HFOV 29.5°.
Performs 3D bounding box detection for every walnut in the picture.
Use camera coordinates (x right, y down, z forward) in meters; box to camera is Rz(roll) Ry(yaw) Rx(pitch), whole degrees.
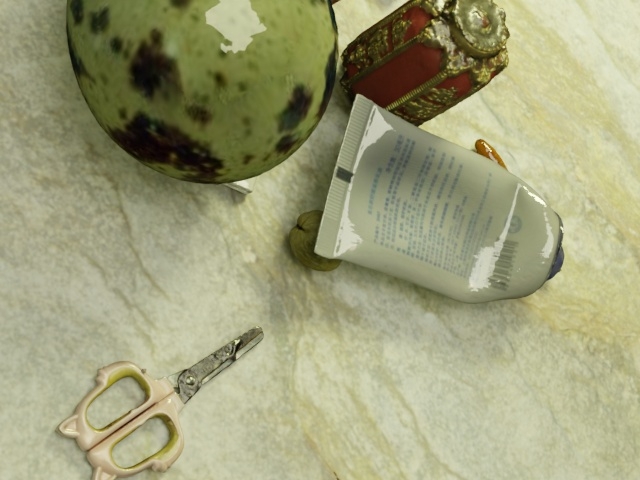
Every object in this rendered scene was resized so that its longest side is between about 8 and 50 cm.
[{"bbox_3d":[0.000,0.000,1.730,0.092,0.092,0.092,7,74,-26],"label":"walnut"}]

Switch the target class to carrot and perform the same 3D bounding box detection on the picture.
[{"bbox_3d":[0.314,-0.055,1.931,0.043,0.043,0.248,-31,91,-30],"label":"carrot"}]

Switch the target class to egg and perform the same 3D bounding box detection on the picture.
[{"bbox_3d":[-0.156,-0.281,1.572,0.345,0.345,0.428,-9,69,-29],"label":"egg"}]

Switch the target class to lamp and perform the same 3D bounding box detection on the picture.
[{"bbox_3d":[0.149,-0.263,1.763,0.177,0.274,0.177,14,65,-32],"label":"lamp"}]

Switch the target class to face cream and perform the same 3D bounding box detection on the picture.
[{"bbox_3d":[0.192,-0.031,1.781,0.420,0.137,0.235,21,81,-30],"label":"face cream"}]

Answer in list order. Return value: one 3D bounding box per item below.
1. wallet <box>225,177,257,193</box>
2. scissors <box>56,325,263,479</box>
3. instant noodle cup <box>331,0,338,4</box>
[{"bbox_3d":[-0.108,-0.131,1.739,0.061,0.025,0.122,22,68,-14],"label":"wallet"},{"bbox_3d":[-0.194,0.199,1.608,0.317,0.024,0.160,-34,94,-30],"label":"scissors"},{"bbox_3d":[0.014,-0.406,1.809,0.127,0.135,0.127,7,74,-25],"label":"instant noodle cup"}]
